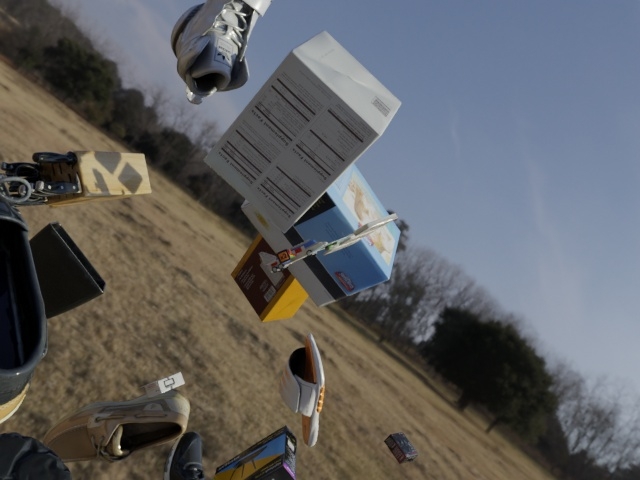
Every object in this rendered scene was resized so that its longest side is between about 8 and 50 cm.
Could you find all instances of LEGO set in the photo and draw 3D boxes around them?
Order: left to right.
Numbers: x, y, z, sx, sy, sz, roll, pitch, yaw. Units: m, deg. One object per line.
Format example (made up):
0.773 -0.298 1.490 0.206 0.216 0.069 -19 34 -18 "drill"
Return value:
0.000 0.000 1.211 0.182 0.244 0.060 -33 -101 58 "LEGO set"

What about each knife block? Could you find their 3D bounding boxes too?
-0.444 -0.120 1.206 0.242 0.276 0.088 -4 -83 64 "knife block"

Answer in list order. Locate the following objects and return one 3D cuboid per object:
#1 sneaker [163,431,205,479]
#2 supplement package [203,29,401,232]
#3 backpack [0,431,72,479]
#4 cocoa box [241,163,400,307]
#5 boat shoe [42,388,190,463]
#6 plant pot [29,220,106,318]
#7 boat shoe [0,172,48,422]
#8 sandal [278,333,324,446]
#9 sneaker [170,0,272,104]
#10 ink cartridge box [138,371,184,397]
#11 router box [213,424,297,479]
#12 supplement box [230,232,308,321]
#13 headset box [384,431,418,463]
-0.279 0.573 1.424 0.124 0.283 0.107 -4 -24 26 "sneaker"
-0.028 -0.195 1.148 0.198 0.263 0.199 42 31 -6 "supplement package"
-0.436 0.364 0.920 0.152 0.182 0.115 42 36 3 "backpack"
0.014 -0.050 1.642 0.347 0.228 0.231 53 30 -21 "cocoa box"
-0.464 0.431 1.439 0.110 0.341 0.121 -109 180 -65 "boat shoe"
-0.608 0.082 1.438 0.187 0.167 0.188 56 -13 -12 "plant pot"
-0.454 -0.019 0.804 0.187 0.156 0.499 1 61 -50 "boat shoe"
-0.042 0.303 1.242 0.076 0.265 0.102 -3 30 -12 "sandal"
-0.161 -0.424 1.234 0.137 0.366 0.210 23 41 -37 "sneaker"
-0.337 0.308 1.363 0.083 0.048 0.028 -12 79 -55 "ink cartridge box"
-0.129 0.454 1.251 0.046 0.179 0.133 54 9 -14 "router box"
-0.133 0.105 1.925 0.129 0.191 0.194 -1 46 -50 "supplement box"
0.219 0.560 1.726 0.062 0.032 0.083 11 32 -47 "headset box"
